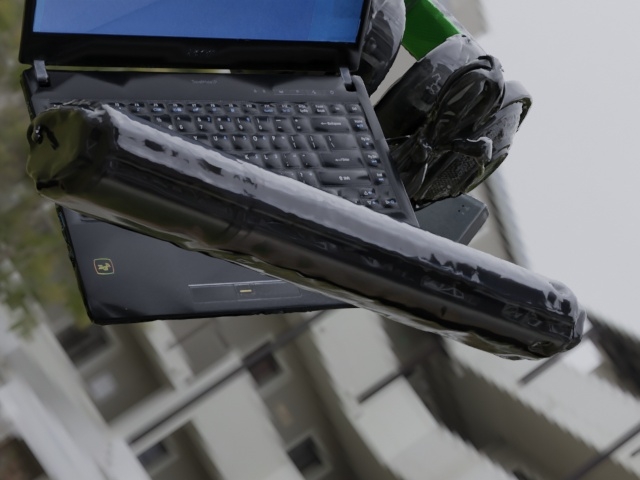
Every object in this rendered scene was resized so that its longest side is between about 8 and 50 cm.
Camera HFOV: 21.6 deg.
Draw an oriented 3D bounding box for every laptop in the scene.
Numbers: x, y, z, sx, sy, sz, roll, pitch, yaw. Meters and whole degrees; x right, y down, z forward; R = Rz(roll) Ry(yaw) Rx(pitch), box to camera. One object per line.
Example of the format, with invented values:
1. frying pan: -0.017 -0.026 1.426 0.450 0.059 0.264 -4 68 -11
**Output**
1. laptop: -0.037 -0.102 0.958 0.136 0.234 0.264 -51 -130 47

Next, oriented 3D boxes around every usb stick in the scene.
1. usb stick: 0.000 0.000 0.754 0.278 0.045 0.077 21 -12 -30

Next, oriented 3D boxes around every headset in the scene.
1. headset: 0.062 -0.136 1.233 0.243 0.185 0.394 36 25 -15

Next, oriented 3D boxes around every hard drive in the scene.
1. hard drive: 0.056 -0.019 1.378 0.135 0.094 0.022 30 -17 28
